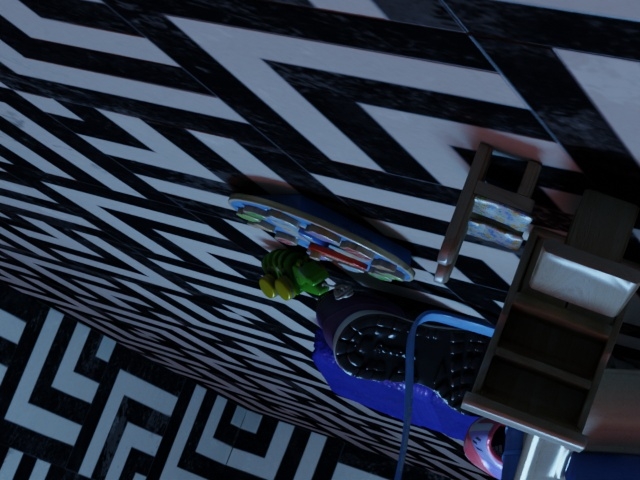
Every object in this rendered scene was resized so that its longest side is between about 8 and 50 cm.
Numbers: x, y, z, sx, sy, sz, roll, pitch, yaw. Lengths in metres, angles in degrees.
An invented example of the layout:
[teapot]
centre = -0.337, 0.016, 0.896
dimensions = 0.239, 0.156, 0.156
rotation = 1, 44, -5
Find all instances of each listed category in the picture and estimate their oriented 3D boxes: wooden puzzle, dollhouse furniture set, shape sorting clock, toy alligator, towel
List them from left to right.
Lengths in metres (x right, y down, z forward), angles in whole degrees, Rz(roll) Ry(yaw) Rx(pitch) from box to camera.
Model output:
[toy alligator]
centre = -0.023, 0.036, 1.835
dimensions = 0.189, 0.056, 0.051
rotation = 3, 119, 59
[shape sorting clock]
centre = 0.000, 0.000, 1.629
dimensions = 0.206, 0.040, 0.206
rotation = 21, 169, 4
[towel]
centre = 0.149, 0.216, 2.354
dimensions = 0.308, 0.076, 0.228
rotation = 18, 162, 18
[dollhouse furniture set]
centre = 0.190, 0.061, 1.236
dimensions = 0.212, 0.161, 0.242
rotation = 20, 169, 7
[wooden puzzle]
centre = 0.344, 0.263, 1.529
dimensions = 0.322, 0.080, 0.348
rotation = 4, 138, -1

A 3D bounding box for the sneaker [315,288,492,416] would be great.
[sneaker]
centre = 0.124, 0.117, 1.901
dimensions = 0.283, 0.107, 0.124
rotation = 22, -164, -29

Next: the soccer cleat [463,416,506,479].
[soccer cleat]
centre = 0.287, 0.278, 1.894
dimensions = 0.248, 0.083, 0.095
rotation = 26, 164, -5

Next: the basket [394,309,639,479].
[basket]
centre = 0.226, 0.214, 1.737
dimensions = 0.289, 0.255, 0.201
rotation = 8, 155, -3
